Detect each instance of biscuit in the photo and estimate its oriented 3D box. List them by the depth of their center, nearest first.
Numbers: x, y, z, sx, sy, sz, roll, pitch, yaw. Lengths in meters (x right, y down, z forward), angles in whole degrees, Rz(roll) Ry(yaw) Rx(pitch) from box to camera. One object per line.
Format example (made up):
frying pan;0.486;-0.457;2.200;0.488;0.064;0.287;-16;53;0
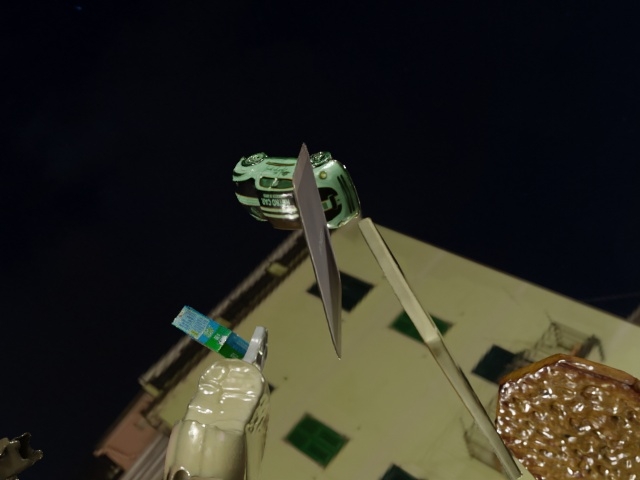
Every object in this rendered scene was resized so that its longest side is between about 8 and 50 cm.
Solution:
biscuit;0.490;0.355;1.578;0.046;0.359;0.359;-49;-41;-45

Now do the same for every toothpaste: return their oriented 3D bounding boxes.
toothpaste;-0.212;0.182;1.645;0.065;0.267;0.050;42;-103;-26

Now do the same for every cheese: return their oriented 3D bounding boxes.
cheese;-0.096;0.188;0.930;0.286;0.082;0.163;-75;-10;-57

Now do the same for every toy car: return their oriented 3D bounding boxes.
toy car;-0.068;-0.089;1.675;0.125;0.306;0.136;-46;-53;-37

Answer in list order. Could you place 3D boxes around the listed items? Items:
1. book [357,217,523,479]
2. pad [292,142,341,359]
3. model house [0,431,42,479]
book;0.146;0.133;1.022;0.021;0.217;0.310;-31;-50;4
pad;0.000;0.000;0.857;0.002;0.266;0.176;-14;-76;5
model house;-0.484;0.340;1.157;0.243;0.211;0.204;-33;-2;3
